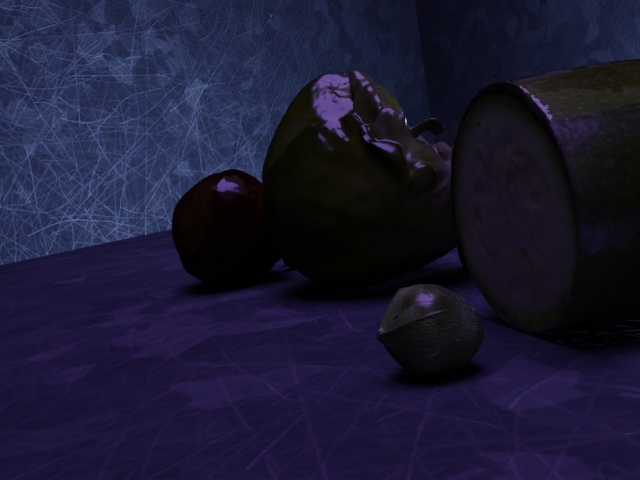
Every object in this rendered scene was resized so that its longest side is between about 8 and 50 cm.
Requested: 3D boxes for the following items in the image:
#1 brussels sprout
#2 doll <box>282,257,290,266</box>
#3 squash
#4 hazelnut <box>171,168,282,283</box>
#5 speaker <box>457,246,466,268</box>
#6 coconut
[{"bbox_3d":[0.070,-0.077,1.225,0.276,0.315,0.371,17,9,-47],"label":"brussels sprout"},{"bbox_3d":[0.000,0.000,1.586,0.142,0.076,0.245,-6,11,16],"label":"doll"},{"bbox_3d":[0.365,-0.063,0.837,0.384,0.263,0.263,-10,7,-13],"label":"squash"},{"bbox_3d":[-0.161,-0.020,1.447,0.229,0.229,0.229,-9,6,1],"label":"hazelnut"},{"bbox_3d":[0.245,0.012,1.203,0.075,0.060,0.094,-9,7,11],"label":"speaker"},{"bbox_3d":[0.096,0.080,0.719,0.096,0.088,0.088,-5,5,-18],"label":"coconut"}]
